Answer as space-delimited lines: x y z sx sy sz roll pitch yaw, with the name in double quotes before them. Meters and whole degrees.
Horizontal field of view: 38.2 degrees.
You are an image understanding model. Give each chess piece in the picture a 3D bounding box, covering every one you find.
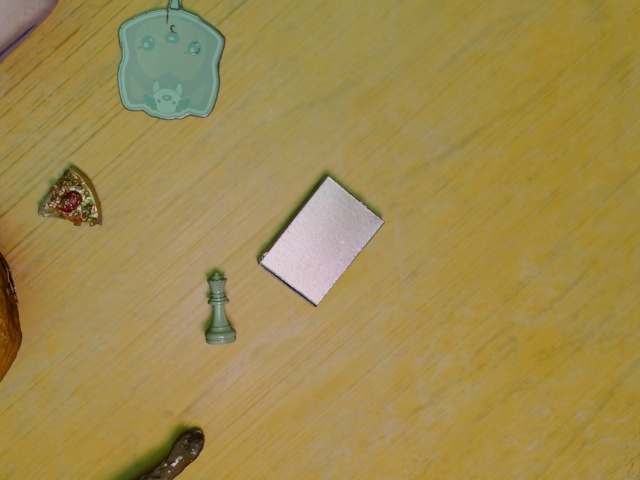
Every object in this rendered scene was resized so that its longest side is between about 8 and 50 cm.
"chess piece" -0.133 0.088 1.217 0.042 0.042 0.093 -3 98 -9

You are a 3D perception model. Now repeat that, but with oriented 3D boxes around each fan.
"fan" -0.182 -0.258 1.142 0.132 0.009 0.220 5 102 -12

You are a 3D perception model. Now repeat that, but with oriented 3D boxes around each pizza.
"pizza" -0.317 -0.044 1.159 0.078 0.025 0.083 -27 107 -5

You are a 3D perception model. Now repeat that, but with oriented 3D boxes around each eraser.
"eraser" 0.000 0.000 1.226 0.104 0.023 0.150 38 94 -16

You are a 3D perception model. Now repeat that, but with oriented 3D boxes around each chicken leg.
"chicken leg" -0.227 0.331 1.239 0.069 0.085 0.198 39 80 8

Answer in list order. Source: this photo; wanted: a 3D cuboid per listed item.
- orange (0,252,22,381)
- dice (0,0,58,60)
"orange" -0.479 0.089 1.040 0.274 0.274 0.274 -2 103 -9
"dice" -0.466 -0.251 0.940 0.304 0.304 0.277 -42 106 1
